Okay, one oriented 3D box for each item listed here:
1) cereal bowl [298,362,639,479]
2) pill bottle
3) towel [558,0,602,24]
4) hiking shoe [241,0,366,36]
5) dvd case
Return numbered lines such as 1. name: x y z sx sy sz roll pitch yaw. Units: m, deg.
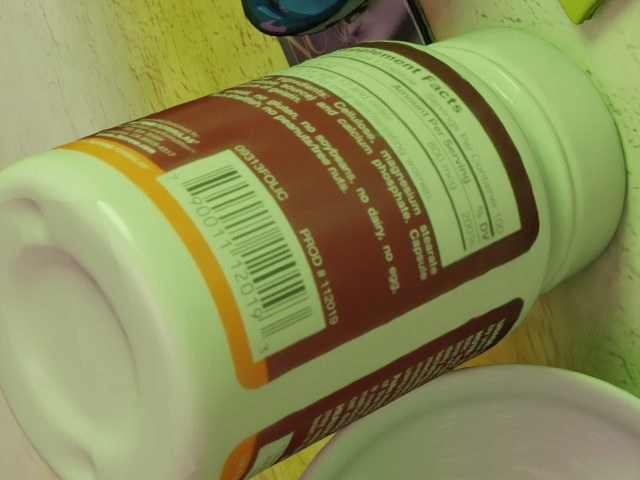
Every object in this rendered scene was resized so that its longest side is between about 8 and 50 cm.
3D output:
1. cereal bowl: 0.130 0.260 1.072 0.339 0.339 0.141 60 178 16
2. pill bottle: 0.000 0.000 1.010 0.224 0.392 0.224 26 126 40
3. towel: 0.197 -0.240 0.972 0.102 0.021 0.237 65 146 19
4. hiking shoe: 0.004 -0.247 1.111 0.113 0.132 0.304 58 138 15
5. dvd case: 0.014 -0.180 1.250 0.164 0.018 0.221 -32 79 55
